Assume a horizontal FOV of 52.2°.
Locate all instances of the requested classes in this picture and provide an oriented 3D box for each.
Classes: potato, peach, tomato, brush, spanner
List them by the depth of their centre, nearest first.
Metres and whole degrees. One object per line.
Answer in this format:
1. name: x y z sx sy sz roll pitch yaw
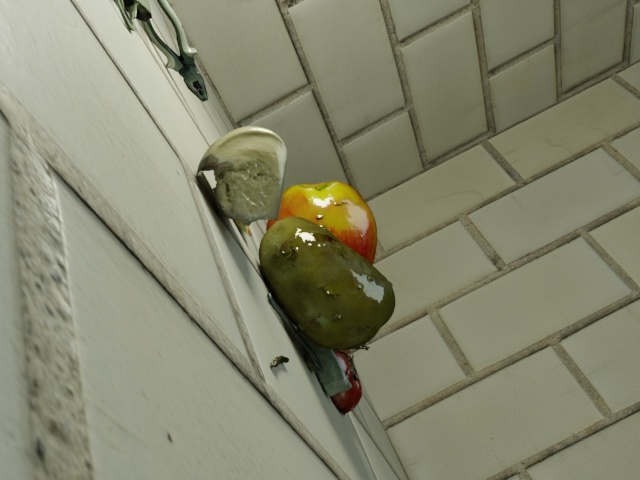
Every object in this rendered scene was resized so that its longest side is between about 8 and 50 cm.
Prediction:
1. brush: -0.062 0.211 1.478 0.266 0.027 0.062 58 3 -35
2. potato: 0.002 0.102 1.539 0.359 0.219 0.270 41 22 -2
3. spanner: -0.380 -0.507 1.709 0.325 0.095 0.040 62 1 -32
4. tomato: 0.052 0.346 1.754 0.228 0.101 0.228 -24 90 -89
5. peach: 0.000 0.000 2.022 0.370 0.370 0.370 63 0 -1

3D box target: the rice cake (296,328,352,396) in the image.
1. rice cake: 0.004 0.288 1.625 0.206 0.069 0.063 61 2 17

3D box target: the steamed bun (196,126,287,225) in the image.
1. steamed bun: -0.171 -0.126 1.343 0.225 0.170 0.200 168 -74 -74

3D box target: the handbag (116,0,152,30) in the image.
1. handbag: -0.428 -0.598 1.393 0.241 0.109 0.315 58 8 -77

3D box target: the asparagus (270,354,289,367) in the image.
1. asparagus: -0.068 0.204 1.110 0.163 0.016 0.016 67 15 -81

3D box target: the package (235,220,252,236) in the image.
1. package: -0.198 -0.075 1.545 0.121 0.031 0.108 63 0 -27
